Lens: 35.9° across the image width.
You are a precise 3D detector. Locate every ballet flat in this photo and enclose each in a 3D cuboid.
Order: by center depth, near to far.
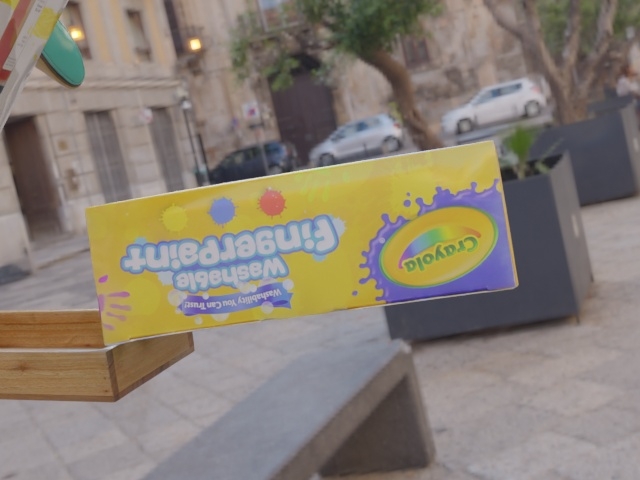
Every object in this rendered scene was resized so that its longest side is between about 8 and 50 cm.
[{"bbox_3d":[-0.428,-0.318,1.437,0.073,0.232,0.080,-6,39,33],"label":"ballet flat"}]

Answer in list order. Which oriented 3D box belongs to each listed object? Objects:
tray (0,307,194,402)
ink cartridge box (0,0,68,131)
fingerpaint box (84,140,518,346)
[{"bbox_3d":[-0.404,0.155,1.366,0.410,0.076,0.203,-4,11,23],"label":"tray"},{"bbox_3d":[-0.383,-0.238,0.850,0.279,0.385,0.160,27,0,3],"label":"ink cartridge box"},{"bbox_3d":[0.000,0.000,1.195,0.444,0.163,0.371,-9,0,10],"label":"fingerpaint box"}]
